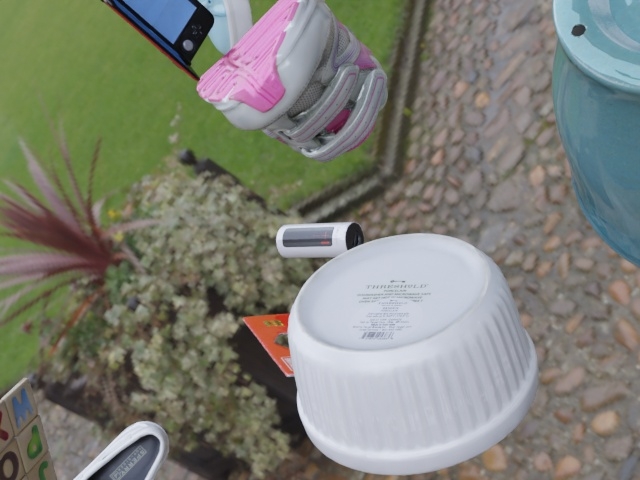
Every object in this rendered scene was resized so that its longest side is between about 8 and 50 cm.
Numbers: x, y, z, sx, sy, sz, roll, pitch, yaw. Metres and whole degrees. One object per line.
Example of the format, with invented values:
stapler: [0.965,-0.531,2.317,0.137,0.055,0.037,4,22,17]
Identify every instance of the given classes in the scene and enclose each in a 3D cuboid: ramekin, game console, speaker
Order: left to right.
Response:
game console: [-0.184,-0.269,1.159,0.085,0.144,0.124,-4,53,53]
speaker: [0.000,0.000,1.547,0.136,0.055,0.055,-1,57,36]
ramekin: [0.071,0.083,0.823,0.207,0.109,0.207,-12,31,7]

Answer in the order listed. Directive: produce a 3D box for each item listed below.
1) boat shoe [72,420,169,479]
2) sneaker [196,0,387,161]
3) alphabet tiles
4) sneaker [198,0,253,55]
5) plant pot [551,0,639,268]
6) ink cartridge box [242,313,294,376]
boat shoe: [-0.283,0.326,1.202,0.258,0.095,0.084,-55,3,-13]
sneaker: [-0.003,-0.112,0.701,0.103,0.111,0.252,-41,6,18]
alphabet tiles: [-0.290,0.262,0.840,0.009,0.198,0.237,-1,23,18]
sneaker: [-0.213,-0.410,1.360,0.150,0.366,0.135,-25,17,-9]
plant pot: [0.299,-0.135,0.767,0.271,0.255,0.272,-13,62,24]
ink cartridge box: [0.042,0.099,1.257,0.275,0.238,0.060,-148,58,-72]
